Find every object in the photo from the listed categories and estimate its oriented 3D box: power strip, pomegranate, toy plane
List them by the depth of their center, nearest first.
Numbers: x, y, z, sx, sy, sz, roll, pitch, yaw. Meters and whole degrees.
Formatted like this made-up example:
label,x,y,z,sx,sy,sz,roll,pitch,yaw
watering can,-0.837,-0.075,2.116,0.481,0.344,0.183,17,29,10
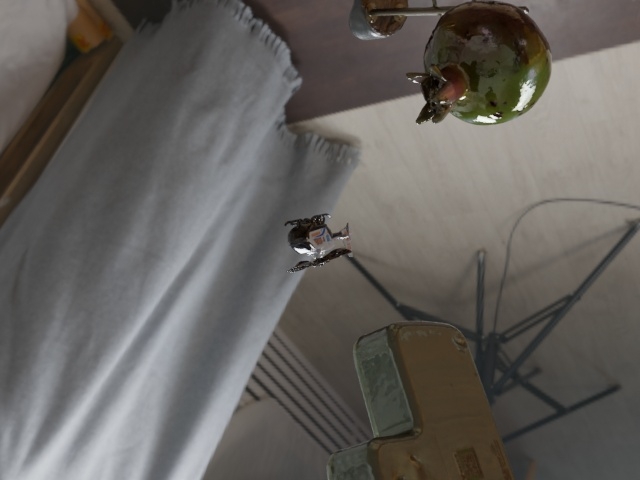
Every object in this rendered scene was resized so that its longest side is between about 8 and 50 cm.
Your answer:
label,x,y,z,sx,sy,sz,roll,pitch,yaw
power strip,0.087,0.195,0.611,0.059,0.264,0.194,-31,154,35
pomegranate,0.148,-0.173,0.745,0.160,0.129,0.129,-12,145,-14
toy plane,0.000,-0.001,1.153,0.054,0.197,0.078,-12,90,28

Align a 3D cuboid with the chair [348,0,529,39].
label,x,y,z,sx,sy,sz,roll,pitch,yaw
chair,0.129,-0.300,0.893,0.222,0.104,0.095,6,102,47
